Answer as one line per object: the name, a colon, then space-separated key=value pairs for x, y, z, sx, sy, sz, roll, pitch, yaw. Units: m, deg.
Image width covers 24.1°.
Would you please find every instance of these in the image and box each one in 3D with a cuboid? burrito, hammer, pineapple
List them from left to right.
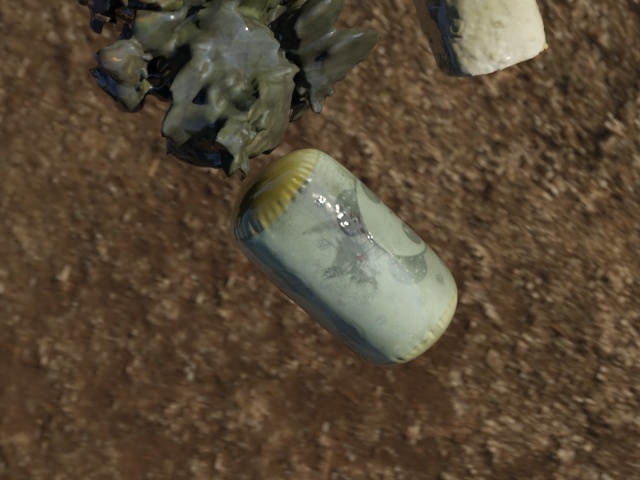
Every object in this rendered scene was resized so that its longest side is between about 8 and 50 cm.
pineapple: x=-0.074 y=-0.180 z=0.974 sx=0.223 sy=0.223 sz=0.357 roll=-27 pitch=65 yaw=20
hammer: x=0.000 y=0.000 z=1.315 sx=0.113 sy=0.305 sz=0.202 roll=-45 pitch=105 yaw=-2
burrito: x=0.121 y=-0.311 z=1.467 sx=0.105 sy=0.299 sz=0.143 roll=-31 pitch=24 yaw=-22
